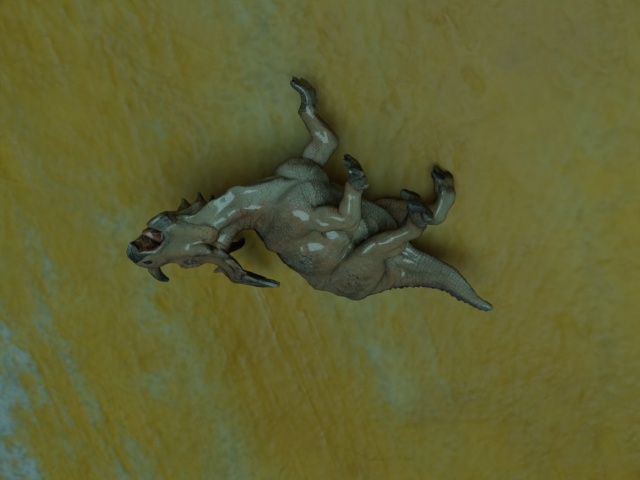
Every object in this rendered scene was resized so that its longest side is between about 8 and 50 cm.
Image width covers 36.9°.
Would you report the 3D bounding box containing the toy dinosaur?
[{"bbox_3d":[0.000,0.000,0.851,0.295,0.127,0.200,29,118,-15],"label":"toy dinosaur"}]
